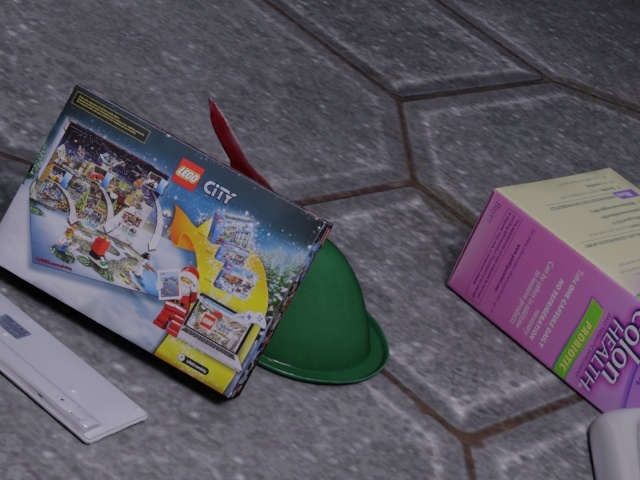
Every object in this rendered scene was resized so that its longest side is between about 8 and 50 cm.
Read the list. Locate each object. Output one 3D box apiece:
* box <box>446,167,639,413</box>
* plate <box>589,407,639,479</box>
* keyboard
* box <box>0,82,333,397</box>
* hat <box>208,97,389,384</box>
[{"bbox_3d":[0.287,0.051,1.847,0.243,0.117,0.214,39,29,28],"label":"box"},{"bbox_3d":[0.367,0.210,1.587,0.277,0.045,0.278,1,28,4],"label":"plate"},{"bbox_3d":[-0.244,0.070,1.481,0.256,0.014,0.072,37,24,22],"label":"keyboard"},{"bbox_3d":[-0.129,0.000,1.536,0.233,0.159,0.044,30,2,9],"label":"box"},{"bbox_3d":[0.000,0.000,1.619,0.208,0.183,0.173,-7,40,-47],"label":"hat"}]
